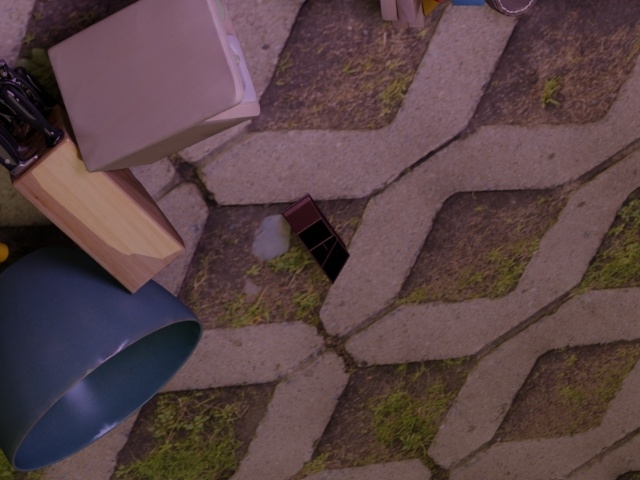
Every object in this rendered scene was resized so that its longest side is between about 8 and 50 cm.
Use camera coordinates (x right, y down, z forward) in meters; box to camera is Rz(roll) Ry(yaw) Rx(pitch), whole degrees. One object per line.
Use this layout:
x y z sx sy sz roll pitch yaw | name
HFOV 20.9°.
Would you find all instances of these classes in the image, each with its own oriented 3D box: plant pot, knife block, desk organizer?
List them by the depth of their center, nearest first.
-0.299 -0.077 1.998 0.088 0.275 0.242 -40 166 9 | knife block
-0.320 0.122 2.166 0.290 0.195 0.290 -37 165 -12 | plant pot
0.000 0.000 2.367 0.047 0.050 0.130 -33 137 2 | desk organizer

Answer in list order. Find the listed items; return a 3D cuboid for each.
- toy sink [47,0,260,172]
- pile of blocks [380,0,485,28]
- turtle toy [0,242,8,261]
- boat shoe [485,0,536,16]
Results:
-0.163 -0.188 1.941 0.234 0.152 0.131 -23 174 33 | toy sink
0.192 -0.341 2.024 0.149 0.112 0.362 30 136 -12 | pile of blocks
-0.432 -0.002 2.110 0.095 0.066 0.130 23 115 -41 | turtle toy
0.244 -0.397 2.102 0.117 0.096 0.324 -16 135 -17 | boat shoe
